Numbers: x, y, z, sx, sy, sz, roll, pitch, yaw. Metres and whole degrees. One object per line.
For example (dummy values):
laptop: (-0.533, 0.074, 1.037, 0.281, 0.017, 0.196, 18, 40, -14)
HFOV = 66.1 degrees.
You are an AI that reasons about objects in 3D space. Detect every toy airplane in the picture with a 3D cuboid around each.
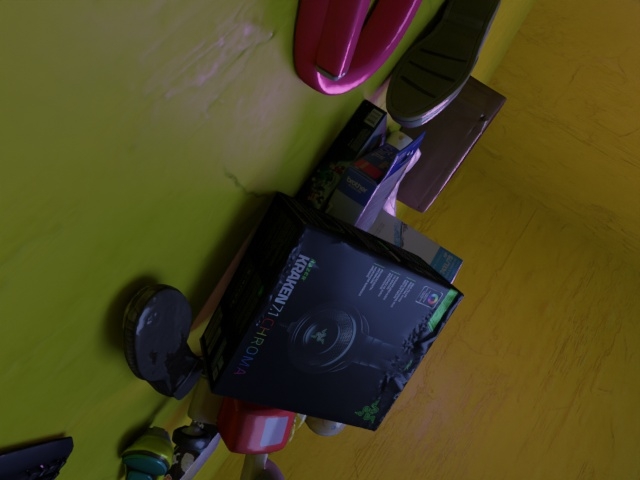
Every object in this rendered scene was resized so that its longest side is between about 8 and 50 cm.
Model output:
toy airplane: (-0.079, 0.295, 0.929, 0.384, 0.272, 0.386, -71, 173, -50)

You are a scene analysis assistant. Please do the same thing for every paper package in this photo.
paper package: (0.317, -0.269, 1.300, 0.325, 0.168, 0.309, -43, 166, -53)

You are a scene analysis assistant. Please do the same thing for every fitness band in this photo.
fitness band: (0.064, -0.257, 0.438, 0.209, 0.054, 0.291, -49, 170, -36)

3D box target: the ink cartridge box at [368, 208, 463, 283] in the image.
ink cartridge box: (0.130, 0.082, 1.104, 0.197, 0.270, 0.198, -51, 170, -35)

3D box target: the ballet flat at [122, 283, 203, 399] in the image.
ballet flat: (-0.177, 0.114, 0.539, 0.084, 0.058, 0.250, -54, 166, -27)

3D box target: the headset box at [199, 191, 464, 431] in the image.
headset box: (0.019, 0.109, 0.683, 0.246, 0.283, 0.131, -60, -152, 11)

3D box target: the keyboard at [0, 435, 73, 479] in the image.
keyboard: (-0.318, 0.253, 0.359, 0.201, 0.033, 0.317, -53, 170, -10)

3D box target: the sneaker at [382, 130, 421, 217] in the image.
sneaker: (0.172, -0.146, 1.158, 0.169, 0.108, 0.292, -52, 167, -6)

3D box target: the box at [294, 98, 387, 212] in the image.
box: (0.026, -0.098, 0.813, 0.233, 0.044, 0.159, -55, 170, -5)

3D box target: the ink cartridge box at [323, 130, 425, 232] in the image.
ink cartridge box: (0.053, -0.043, 0.806, 0.311, 0.065, 0.186, -59, 170, 32)

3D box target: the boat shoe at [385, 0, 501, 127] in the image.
boat shoe: (0.212, -0.301, 0.835, 0.302, 0.113, 0.103, -54, 165, -12)

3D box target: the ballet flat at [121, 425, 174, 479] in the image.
ballet flat: (-0.278, 0.348, 0.799, 0.231, 0.077, 0.077, 119, -10, -46)

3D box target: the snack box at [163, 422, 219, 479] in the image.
snack box: (-0.353, 0.566, 1.157, 0.322, 0.060, 0.187, -47, 167, -43)
